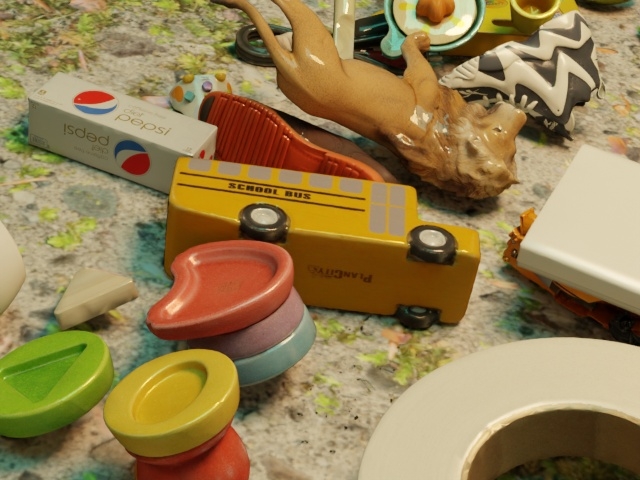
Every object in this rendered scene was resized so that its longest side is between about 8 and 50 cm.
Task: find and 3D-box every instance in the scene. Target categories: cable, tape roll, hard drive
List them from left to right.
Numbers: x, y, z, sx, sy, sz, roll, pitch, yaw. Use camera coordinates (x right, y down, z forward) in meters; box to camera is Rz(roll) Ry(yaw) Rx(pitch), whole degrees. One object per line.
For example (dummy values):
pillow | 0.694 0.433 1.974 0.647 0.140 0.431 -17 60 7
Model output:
cable | 0.031 -0.257 1.789 0.287 0.072 0.139 -14 61 -9
tape roll | 0.223 0.239 1.136 0.392 0.072 0.392 -4 39 3
hard drive | 0.390 0.013 1.387 0.308 0.040 0.203 22 46 18

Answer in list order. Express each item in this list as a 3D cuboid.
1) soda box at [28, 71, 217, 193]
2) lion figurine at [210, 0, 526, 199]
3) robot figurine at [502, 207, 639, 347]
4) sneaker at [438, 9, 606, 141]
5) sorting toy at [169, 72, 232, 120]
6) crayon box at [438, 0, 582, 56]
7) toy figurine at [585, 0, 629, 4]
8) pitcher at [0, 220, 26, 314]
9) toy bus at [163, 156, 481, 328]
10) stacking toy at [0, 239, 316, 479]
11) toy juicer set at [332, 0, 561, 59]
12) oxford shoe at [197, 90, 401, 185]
soda box | -0.236 -0.125 1.537 0.216 0.069 0.074 20 40 11
lion figurine | 0.054 -0.178 1.560 0.392 0.142 0.240 14 39 -20
robot figurine | 0.362 0.045 1.448 0.291 0.085 0.211 33 45 25
sneaker | 0.265 -0.183 1.700 0.235 0.094 0.153 -26 89 0
sorting toy | -0.142 -0.170 1.643 0.083 0.045 0.075 -6 61 -19
crayon box | 0.256 -0.358 1.916 0.202 0.081 0.318 2 39 -9
toy figurine | 0.556 -0.361 1.914 0.363 0.191 0.217 8 44 -1
pitcher | -0.378 0.072 1.243 0.207 0.125 0.177 -32 75 -27
toy bus | 0.000 0.000 1.407 0.333 0.108 0.130 7 38 -3
stacking toy | -0.156 0.137 1.248 0.280 0.130 0.309 -5 30 24
toy juicer set | 0.138 -0.338 1.732 0.329 0.089 0.209 -18 70 -4
oxford shoe | -0.027 -0.100 1.552 0.271 0.096 0.098 32 24 19
